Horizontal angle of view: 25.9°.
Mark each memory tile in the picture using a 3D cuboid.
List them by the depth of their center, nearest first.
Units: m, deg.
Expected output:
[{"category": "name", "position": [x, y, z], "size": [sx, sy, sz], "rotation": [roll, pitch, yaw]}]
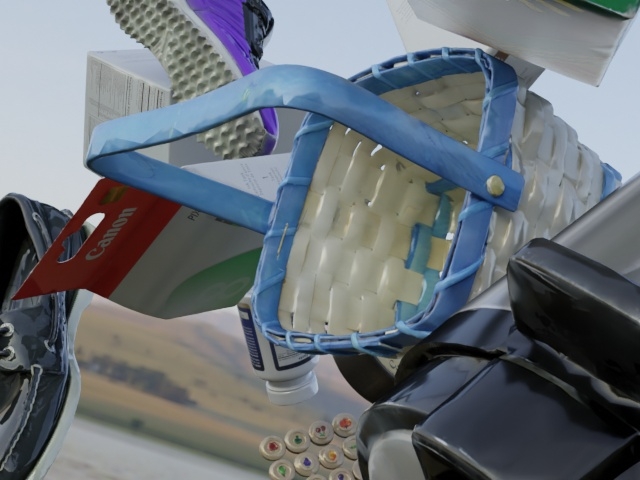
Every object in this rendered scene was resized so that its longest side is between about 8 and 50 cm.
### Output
[{"category": "memory tile", "position": [-0.002, 0.307, 1.946], "size": [0.148, 0.113, 0.012], "rotation": [-16, -28, -16]}]

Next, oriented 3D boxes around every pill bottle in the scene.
[{"category": "pill bottle", "position": [-0.054, 0.133, 1.885], "size": [0.094, 0.169, 0.094], "rotation": [-11, 18, 4]}]

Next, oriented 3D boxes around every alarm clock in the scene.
[{"category": "alarm clock", "position": [0.084, 0.112, 1.348], "size": [0.192, 0.129, 0.064], "rotation": [35, -49, -11]}]

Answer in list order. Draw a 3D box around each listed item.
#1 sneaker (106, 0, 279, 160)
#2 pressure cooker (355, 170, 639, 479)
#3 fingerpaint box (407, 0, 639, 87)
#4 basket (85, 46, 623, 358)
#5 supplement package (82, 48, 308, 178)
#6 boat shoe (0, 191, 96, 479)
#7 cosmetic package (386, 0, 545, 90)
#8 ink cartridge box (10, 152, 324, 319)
[{"category": "sneaker", "position": [-0.097, -0.207, 1.459], "size": [0.146, 0.293, 0.102], "rotation": [-13, -34, -38]}, {"category": "pressure cooker", "position": [0.219, 0.144, 0.650], "size": [0.370, 0.420, 0.375], "rotation": [53, -18, 6]}, {"category": "fingerpaint box", "position": [0.200, -0.339, 0.861], "size": [0.163, 0.444, 0.371], "rotation": [23, 4, 7]}, {"category": "basket", "position": [0.023, -0.026, 0.881], "size": [0.289, 0.201, 0.255], "rotation": [18, -13, -34]}, {"category": "supplement package", "position": [-0.145, -0.135, 1.626], "size": [0.194, 0.149, 0.203], "rotation": [-9, 23, -34]}, {"category": "boat shoe", "position": [-0.279, 0.086, 1.237], "size": [0.127, 0.340, 0.113], "rotation": [-24, -51, 32]}, {"category": "cosmetic package", "position": [0.159, -0.236, 1.562], "size": [0.086, 0.231, 0.117], "rotation": [15, -50, -31]}, {"category": "ink cartridge box", "position": [-0.120, 0.005, 1.162], "size": [0.225, 0.056, 0.181], "rotation": [-13, -26, -45]}]
